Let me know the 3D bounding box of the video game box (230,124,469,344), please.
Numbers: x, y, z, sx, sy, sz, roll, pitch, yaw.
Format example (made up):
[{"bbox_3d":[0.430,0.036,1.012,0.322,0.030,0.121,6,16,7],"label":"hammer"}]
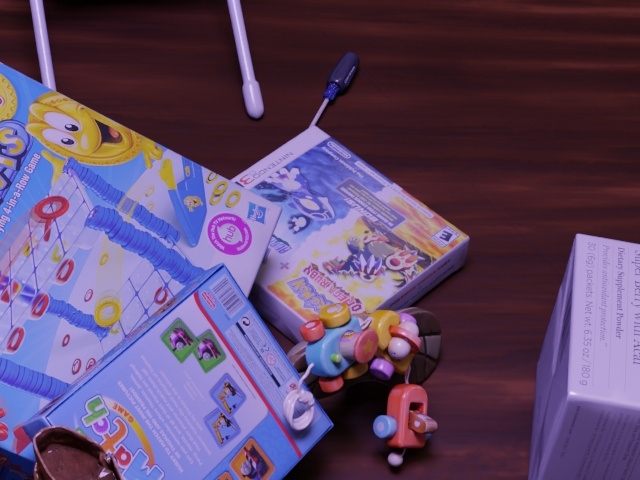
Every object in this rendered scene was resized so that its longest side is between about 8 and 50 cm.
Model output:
[{"bbox_3d":[0.000,0.000,1.380,0.205,0.048,0.187,37,57,25],"label":"video game box"}]

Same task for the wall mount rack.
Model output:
[{"bbox_3d":[-0.199,-0.254,1.547,0.350,0.130,0.304,-9,46,-14],"label":"wall mount rack"}]

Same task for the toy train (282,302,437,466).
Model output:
[{"bbox_3d":[0.046,0.114,1.190,0.046,0.166,0.125,1,79,42],"label":"toy train"}]

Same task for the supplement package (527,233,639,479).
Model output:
[{"bbox_3d":[0.328,0.134,1.204,0.293,0.175,0.177,10,46,2],"label":"supplement package"}]

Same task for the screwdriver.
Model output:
[{"bbox_3d":[0.002,-0.136,1.521,0.024,0.025,0.170,19,48,12],"label":"screwdriver"}]

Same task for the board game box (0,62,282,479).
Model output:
[{"bbox_3d":[-0.222,0.040,1.193,0.302,0.086,0.308,27,56,-11],"label":"board game box"}]

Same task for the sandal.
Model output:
[{"bbox_3d":[0.033,0.090,1.262,0.180,0.072,0.049,-8,26,-39],"label":"sandal"}]

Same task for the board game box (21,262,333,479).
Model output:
[{"bbox_3d":[-0.100,0.138,1.116,0.160,0.039,0.211,57,46,-9],"label":"board game box"}]

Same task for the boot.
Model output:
[{"bbox_3d":[-0.119,0.216,0.975,0.197,0.152,0.073,26,45,25],"label":"boot"}]
